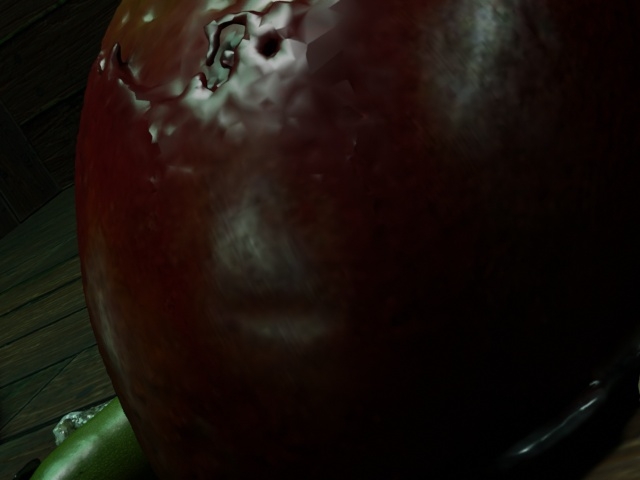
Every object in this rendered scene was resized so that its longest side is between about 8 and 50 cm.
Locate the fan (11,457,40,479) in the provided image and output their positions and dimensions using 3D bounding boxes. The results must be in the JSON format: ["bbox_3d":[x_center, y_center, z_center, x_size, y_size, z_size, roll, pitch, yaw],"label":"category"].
[{"bbox_3d":[-0.227,0.201,0.961,0.153,0.008,0.226,-57,-6,24],"label":"fan"}]

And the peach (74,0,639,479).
[{"bbox_3d":[0.025,-0.018,0.754,0.339,0.353,0.417,-30,52,43],"label":"peach"}]

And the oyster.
[{"bbox_3d":[-0.145,0.133,1.030,0.098,0.037,0.100,-15,-3,9],"label":"oyster"}]

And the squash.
[{"bbox_3d":[-0.122,0.132,0.950,0.258,0.069,0.069,-40,14,-27],"label":"squash"}]

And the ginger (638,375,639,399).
[{"bbox_3d":[0.205,0.024,0.564,0.165,0.067,0.096,-26,35,26],"label":"ginger"}]
